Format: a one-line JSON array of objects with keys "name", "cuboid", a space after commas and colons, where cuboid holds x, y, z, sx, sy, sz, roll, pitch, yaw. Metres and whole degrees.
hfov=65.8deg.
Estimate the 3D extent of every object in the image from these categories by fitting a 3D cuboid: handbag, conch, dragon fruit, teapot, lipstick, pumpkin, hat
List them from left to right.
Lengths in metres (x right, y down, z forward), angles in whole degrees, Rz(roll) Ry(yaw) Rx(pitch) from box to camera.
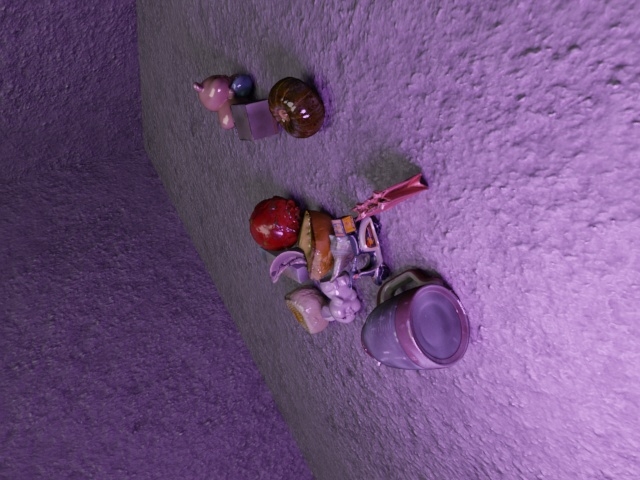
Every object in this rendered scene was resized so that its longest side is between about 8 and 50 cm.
[{"name": "dragon fruit", "cuboid": [-0.181, -0.070, 2.074, 0.252, 0.241, 0.241, 22, 130, 32]}, {"name": "lipstick", "cuboid": [-0.167, 0.100, 2.328, 0.371, 0.079, 0.076, 25, 129, 53]}, {"name": "hat", "cuboid": [-0.136, 0.074, 2.067, 0.226, 0.219, 0.164, 63, -174, -53]}, {"name": "pumpkin", "cuboid": [-0.075, -0.457, 1.682, 0.219, 0.162, 0.219, 39, 164, 13]}, {"name": "conch", "cuboid": [0.086, 0.019, 1.755, 0.114, 0.137, 0.234, 42, 125, 22]}, {"name": "handbag", "cuboid": [0.192, -0.122, 1.421, 0.212, 0.157, 0.059, -27, 86, 63]}, {"name": "teapot", "cuboid": [0.255, 0.236, 1.496, 0.312, 0.233, 0.315, -27, 46, 53]}]

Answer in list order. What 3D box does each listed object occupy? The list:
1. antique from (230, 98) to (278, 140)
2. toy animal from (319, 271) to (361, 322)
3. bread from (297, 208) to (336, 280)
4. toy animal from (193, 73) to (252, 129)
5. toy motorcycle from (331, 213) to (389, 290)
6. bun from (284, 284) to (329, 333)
[{"name": "antique", "cuboid": [-0.260, -0.487, 1.987, 0.152, 0.148, 0.147, 21, 128, 54]}, {"name": "toy animal", "cuboid": [0.067, 0.223, 1.940, 0.178, 0.127, 0.193, 12, 121, 61]}, {"name": "bread", "cuboid": [0.000, 0.000, 1.870, 0.262, 0.162, 0.204, -106, 14, -45]}, {"name": "toy animal", "cuboid": [-0.390, -0.589, 2.103, 0.229, 0.210, 0.221, 5, 115, 20]}, {"name": "toy motorcycle", "cuboid": [0.141, 0.036, 1.637, 0.091, 0.157, 0.263, 0, 108, 63]}, {"name": "bun", "cuboid": [-0.049, 0.287, 2.178, 0.244, 0.153, 0.244, 45, 164, 17]}]
